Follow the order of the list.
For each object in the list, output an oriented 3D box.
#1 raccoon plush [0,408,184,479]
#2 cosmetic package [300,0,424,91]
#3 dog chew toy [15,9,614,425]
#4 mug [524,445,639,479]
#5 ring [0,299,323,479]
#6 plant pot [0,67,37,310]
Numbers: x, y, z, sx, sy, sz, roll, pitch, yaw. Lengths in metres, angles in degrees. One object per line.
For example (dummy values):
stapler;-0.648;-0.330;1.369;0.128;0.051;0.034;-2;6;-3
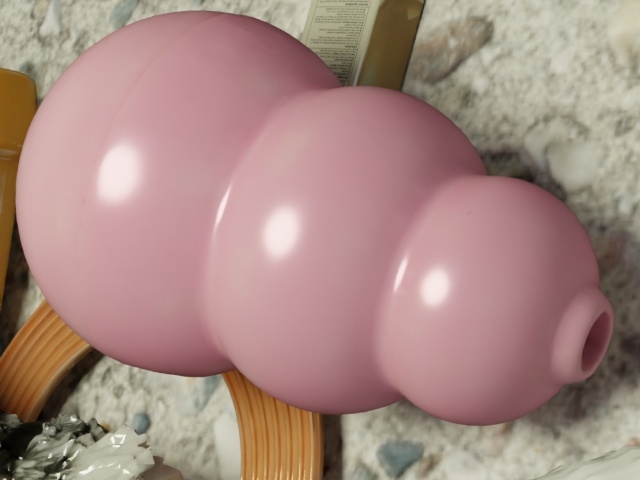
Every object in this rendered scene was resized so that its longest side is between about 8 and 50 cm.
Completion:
raccoon plush;-0.340;0.173;1.128;0.446;0.216;0.299;-3;34;44
cosmetic package;0.019;-0.112;1.165;0.060;0.041;0.115;10;81;44
dog chew toy;0.000;0.000;1.030;0.332;0.206;0.206;21;88;27
mug;0.146;0.240;0.706;0.328;0.276;0.374;-6;41;50
ring;-0.120;0.162;1.197;0.337;0.032;0.336;-19;62;39
plant pot;-0.295;-0.014;1.332;0.205;0.205;0.188;-9;84;41
